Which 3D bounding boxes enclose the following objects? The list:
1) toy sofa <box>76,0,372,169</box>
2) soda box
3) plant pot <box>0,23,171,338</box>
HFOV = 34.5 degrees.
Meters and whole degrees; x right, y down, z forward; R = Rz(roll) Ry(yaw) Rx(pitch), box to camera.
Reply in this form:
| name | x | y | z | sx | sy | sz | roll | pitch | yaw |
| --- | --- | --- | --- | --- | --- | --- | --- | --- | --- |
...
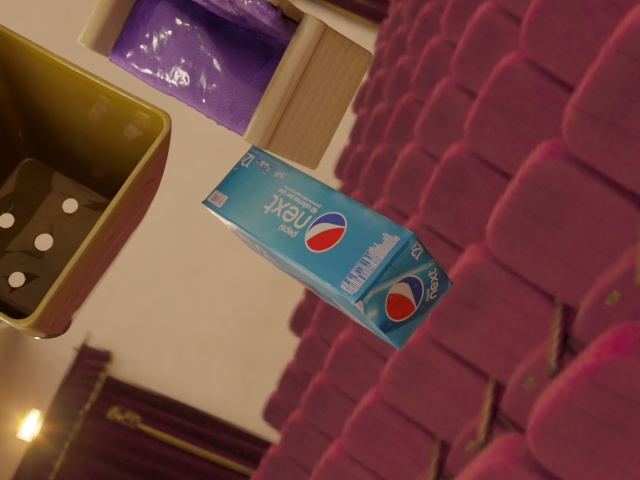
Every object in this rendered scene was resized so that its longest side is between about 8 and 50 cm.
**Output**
| name | x | y | z | sx | sy | sz | roll | pitch | yaw |
| --- | --- | --- | --- | --- | --- | --- | --- | --- | --- |
| toy sofa | -0.136 | -0.227 | 1.165 | 0.177 | 0.362 | 0.150 | 20 | -80 | -50 |
| soda box | 0.000 | 0.000 | 0.795 | 0.067 | 0.071 | 0.210 | -49 | 43 | -7 |
| plant pot | -0.264 | -0.030 | 0.908 | 0.212 | 0.212 | 0.187 | -58 | -10 | -20 |
